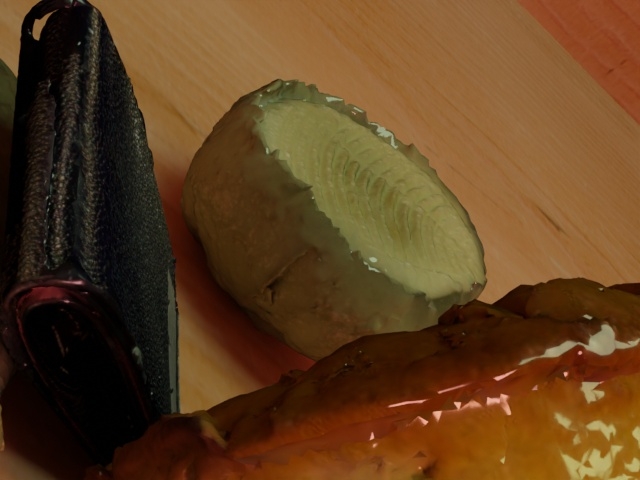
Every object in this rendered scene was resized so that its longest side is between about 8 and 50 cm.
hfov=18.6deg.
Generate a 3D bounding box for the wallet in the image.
[{"bbox_3d":[-0.130,0.018,1.178,0.262,0.071,0.221,71,10,-51],"label":"wallet"}]

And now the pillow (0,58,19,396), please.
[{"bbox_3d":[-0.212,-0.017,1.178,0.185,0.075,0.302,55,19,-10],"label":"pillow"}]

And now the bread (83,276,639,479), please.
[{"bbox_3d":[0.057,0.161,1.075,0.398,0.398,0.215,8,61,-63],"label":"bread"}]

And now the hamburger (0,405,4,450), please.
[{"bbox_3d":[-0.268,0.020,0.835,0.285,0.134,0.265,19,13,-48],"label":"hamburger"}]

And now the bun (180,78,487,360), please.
[{"bbox_3d":[0.000,0.000,1.509,0.259,0.152,0.259,33,26,-18],"label":"bun"}]
